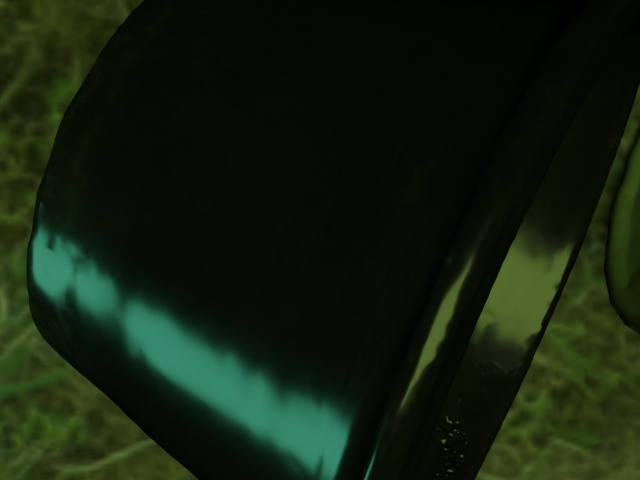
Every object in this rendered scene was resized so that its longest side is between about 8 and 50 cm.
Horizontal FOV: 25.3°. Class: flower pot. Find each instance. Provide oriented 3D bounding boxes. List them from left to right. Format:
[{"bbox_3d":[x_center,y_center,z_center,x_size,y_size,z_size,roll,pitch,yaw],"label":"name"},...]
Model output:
[{"bbox_3d":[0.000,0.000,0.474,0.148,0.235,0.235,22,101,15],"label":"flower pot"}]

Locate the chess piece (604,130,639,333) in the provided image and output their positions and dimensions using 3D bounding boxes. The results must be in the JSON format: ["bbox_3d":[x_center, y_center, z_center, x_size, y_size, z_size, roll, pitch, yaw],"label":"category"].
[{"bbox_3d":[0.246,0.018,0.509,0.251,0.144,0.144,24,101,-12],"label":"chess piece"}]
